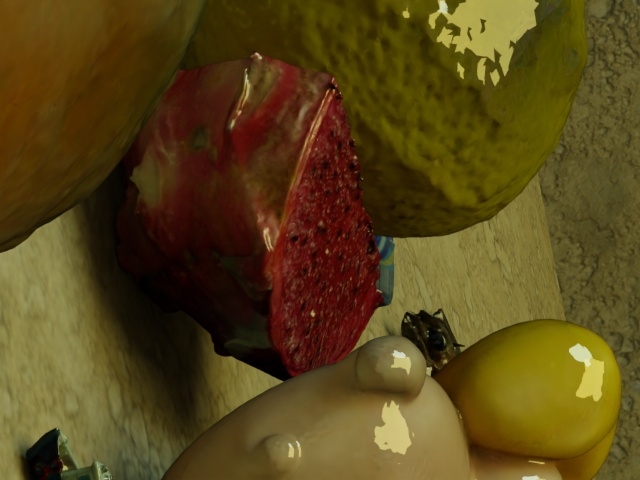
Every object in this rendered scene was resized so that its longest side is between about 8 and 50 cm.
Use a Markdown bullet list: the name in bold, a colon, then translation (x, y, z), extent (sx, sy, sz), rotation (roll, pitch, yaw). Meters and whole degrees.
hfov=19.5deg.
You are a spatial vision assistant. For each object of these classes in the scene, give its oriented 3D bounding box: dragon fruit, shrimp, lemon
- **dragon fruit**: translation (-0.063, 0.001, 1.125), extent (0.126, 0.161, 0.274), rotation (-57, 157, -24)
- **shrimp**: translation (0.126, 0.120, 1.904), extent (0.296, 0.058, 0.169), rotation (66, 9, -49)
- **lemon**: translation (0.041, -0.130, 1.234), extent (0.322, 0.268, 0.268), rotation (34, 36, -31)

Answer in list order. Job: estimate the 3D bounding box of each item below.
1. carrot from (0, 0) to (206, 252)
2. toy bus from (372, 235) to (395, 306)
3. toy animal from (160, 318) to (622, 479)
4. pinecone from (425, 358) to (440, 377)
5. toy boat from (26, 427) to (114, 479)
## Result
- **carrot**: translation (-0.167, -0.089, 0.533), extent (0.341, 0.224, 0.224), rotation (-29, 104, -73)
- **toy bus**: translation (0.003, 0.001, 1.445), extent (0.236, 0.079, 0.094), rotation (28, 51, -72)
- **toy animal**: translation (0.081, 0.192, 1.066), extent (0.246, 0.278, 0.345), rotation (62, 9, 22)
- **pinecone**: translation (0.119, 0.190, 1.536), extent (0.184, 0.205, 0.179), rotation (-88, -158, -56)
- **toy boat**: translation (-0.118, 0.123, 0.916), extent (0.038, 0.038, 0.083), rotation (-85, 159, -53)
